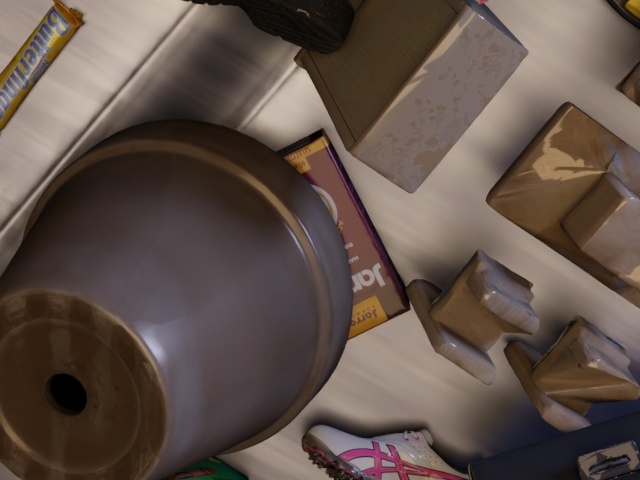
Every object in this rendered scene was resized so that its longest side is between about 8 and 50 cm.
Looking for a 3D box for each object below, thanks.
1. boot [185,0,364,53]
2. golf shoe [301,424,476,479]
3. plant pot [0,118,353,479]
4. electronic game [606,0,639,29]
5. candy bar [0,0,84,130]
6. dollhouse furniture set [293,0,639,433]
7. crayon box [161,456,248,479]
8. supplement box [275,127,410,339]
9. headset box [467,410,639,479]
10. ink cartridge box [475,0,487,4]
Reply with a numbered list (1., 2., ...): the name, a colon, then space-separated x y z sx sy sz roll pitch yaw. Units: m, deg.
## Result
1. boot: -0.071 -0.327 1.425 0.338 0.118 0.222 26 79 12
2. golf shoe: 0.072 0.221 1.544 0.186 0.067 0.086 26 72 -4
3. plant pot: -0.165 0.083 1.362 0.323 0.280 0.323 7 111 18
4. electronic game: 0.359 -0.298 1.453 0.229 0.048 0.229 0 100 1
5. candy bar: -0.287 -0.163 1.496 0.040 0.018 0.161 39 99 -6
6. dollhouse furniture set: 0.197 -0.085 1.428 0.394 0.256 0.362 32 106 -24
7. crayon box: -0.180 0.348 1.509 0.081 0.165 0.278 34 99 -5
8. supplement box: 0.000 0.000 1.490 0.104 0.081 0.188 -27 99 5
9. headset box: 0.287 0.289 1.444 0.246 0.131 0.283 -18 135 4
10. ink cartridge box: 0.129 -0.336 1.317 0.239 0.275 0.060 43 136 13
